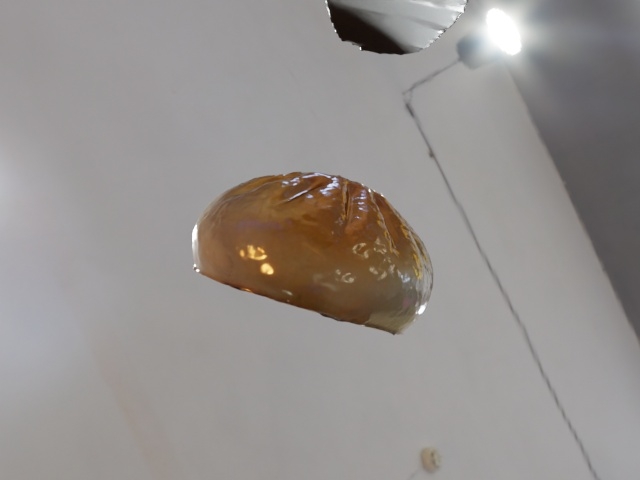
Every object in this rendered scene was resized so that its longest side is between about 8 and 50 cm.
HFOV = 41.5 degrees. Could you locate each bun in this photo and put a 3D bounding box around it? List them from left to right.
[{"bbox_3d":[0.000,0.000,1.017,0.299,0.299,0.165,20,-92,-40],"label":"bun"}]

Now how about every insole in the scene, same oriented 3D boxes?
[{"bbox_3d":[0.057,-0.202,0.599,0.111,0.328,0.007,7,-102,3],"label":"insole"}]
